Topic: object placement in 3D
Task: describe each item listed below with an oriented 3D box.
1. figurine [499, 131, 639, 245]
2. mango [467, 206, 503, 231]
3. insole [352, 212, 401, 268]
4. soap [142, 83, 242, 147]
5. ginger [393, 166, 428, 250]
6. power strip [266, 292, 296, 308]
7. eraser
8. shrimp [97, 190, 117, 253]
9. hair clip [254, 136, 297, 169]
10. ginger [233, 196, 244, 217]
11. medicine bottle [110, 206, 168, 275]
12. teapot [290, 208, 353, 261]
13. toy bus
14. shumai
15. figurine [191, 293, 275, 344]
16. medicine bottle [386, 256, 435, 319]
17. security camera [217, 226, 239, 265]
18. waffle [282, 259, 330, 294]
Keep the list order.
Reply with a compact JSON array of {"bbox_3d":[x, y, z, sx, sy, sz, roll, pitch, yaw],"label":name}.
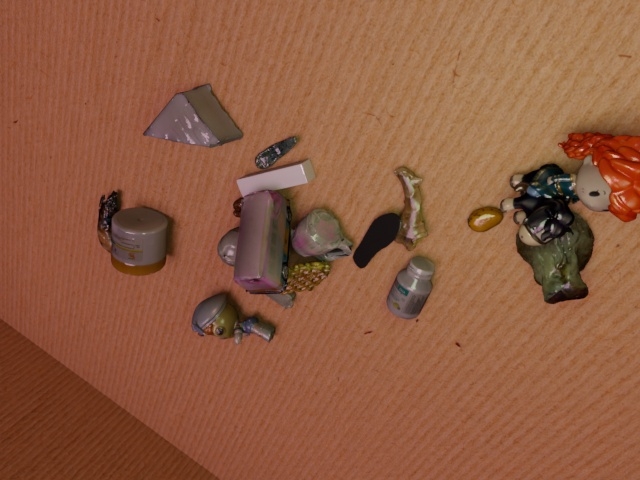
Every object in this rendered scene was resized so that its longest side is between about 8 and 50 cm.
[{"bbox_3d":[0.695,-0.140,1.266,0.412,0.306,0.241,-30,109,35],"label":"figurine"},{"bbox_3d":[0.540,-0.069,1.523,0.114,0.057,0.078,-15,99,27],"label":"mango"},{"bbox_3d":[0.201,0.004,1.699,0.110,0.012,0.309,55,139,22],"label":"insole"},{"bbox_3d":[-0.492,-0.412,1.791,0.302,0.159,0.257,-32,100,35],"label":"soap"},{"bbox_3d":[0.301,-0.109,1.609,0.131,0.086,0.294,4,108,45],"label":"ginger"},{"bbox_3d":[-0.223,0.200,2.020,0.272,0.052,0.078,32,123,7],"label":"power strip"},{"bbox_3d":[-0.171,-0.235,1.767,0.298,0.078,0.076,-9,110,28],"label":"eraser"},{"bbox_3d":[-0.965,-0.066,2.242,0.233,0.071,0.364,24,122,2],"label":"shrimp"},{"bbox_3d":[-0.162,-0.332,1.740,0.229,0.036,0.066,-24,97,39],"label":"hair clip"},{"bbox_3d":[-0.295,-0.131,1.878,0.162,0.073,0.103,4,114,25],"label":"ginger"},{"bbox_3d":[-0.814,0.001,2.092,0.238,0.238,0.231,22,120,15],"label":"medicine bottle"},{"bbox_3d":[-0.003,-0.014,1.776,0.178,0.222,0.163,-31,58,47],"label":"teapot"},{"bbox_3d":[-0.207,-0.008,1.695,0.171,0.162,0.386,-3,70,17],"label":"toy bus"},{"bbox_3d":[0.716,0.045,1.410,0.222,0.204,0.271,-29,96,32],"label":"shumai"},{"bbox_3d":[-0.393,0.364,2.141,0.382,0.224,0.205,12,98,-7],"label":"figurine"},{"bbox_3d":[0.333,0.169,1.689,0.135,0.135,0.215,25,123,13],"label":"medicine bottle"},{"bbox_3d":[-0.286,0.055,1.899,0.277,0.191,0.197,28,133,14],"label":"security camera"},{"bbox_3d":[-0.083,0.153,1.837,0.243,0.238,0.058,-52,51,46],"label":"waffle"}]
